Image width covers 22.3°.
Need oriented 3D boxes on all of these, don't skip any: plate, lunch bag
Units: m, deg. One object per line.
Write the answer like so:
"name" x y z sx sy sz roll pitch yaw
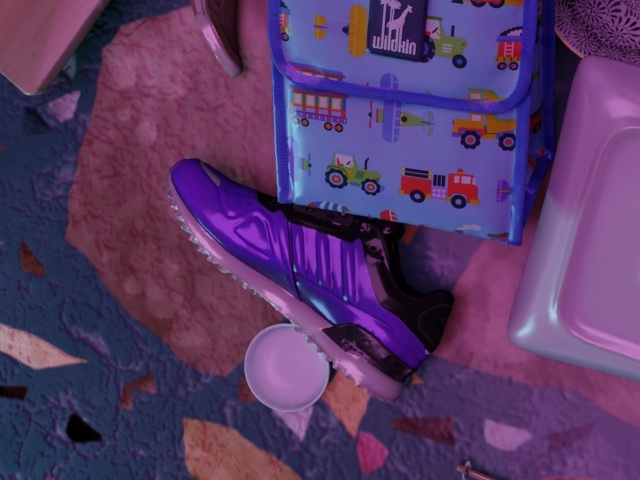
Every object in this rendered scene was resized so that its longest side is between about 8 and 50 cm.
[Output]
"plate" 0.314 0.012 1.359 0.277 0.045 0.278 17 113 11
"lunch bag" 0.078 -0.161 1.341 0.221 0.138 0.293 10 135 16

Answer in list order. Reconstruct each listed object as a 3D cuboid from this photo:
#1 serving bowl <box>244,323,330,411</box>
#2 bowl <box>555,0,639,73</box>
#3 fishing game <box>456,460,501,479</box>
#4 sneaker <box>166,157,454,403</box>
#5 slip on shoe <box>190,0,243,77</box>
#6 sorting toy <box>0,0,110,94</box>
"serving bowl" -0.028 0.118 1.523 0.083 0.027 0.083 1 94 17
"bowl" 0.274 -0.225 1.377 0.170 0.080 0.170 2 95 17
"fishing game" 0.139 0.344 1.482 0.189 0.041 0.264 22 100 12
"sneaker" 0.000 0.000 1.476 0.293 0.102 0.146 41 100 6
"slip on shoe" -0.096 -0.219 1.513 0.041 0.051 0.135 -24 80 6
"sorting toy" -0.274 -0.313 1.537 0.255 0.089 0.257 41 104 11
